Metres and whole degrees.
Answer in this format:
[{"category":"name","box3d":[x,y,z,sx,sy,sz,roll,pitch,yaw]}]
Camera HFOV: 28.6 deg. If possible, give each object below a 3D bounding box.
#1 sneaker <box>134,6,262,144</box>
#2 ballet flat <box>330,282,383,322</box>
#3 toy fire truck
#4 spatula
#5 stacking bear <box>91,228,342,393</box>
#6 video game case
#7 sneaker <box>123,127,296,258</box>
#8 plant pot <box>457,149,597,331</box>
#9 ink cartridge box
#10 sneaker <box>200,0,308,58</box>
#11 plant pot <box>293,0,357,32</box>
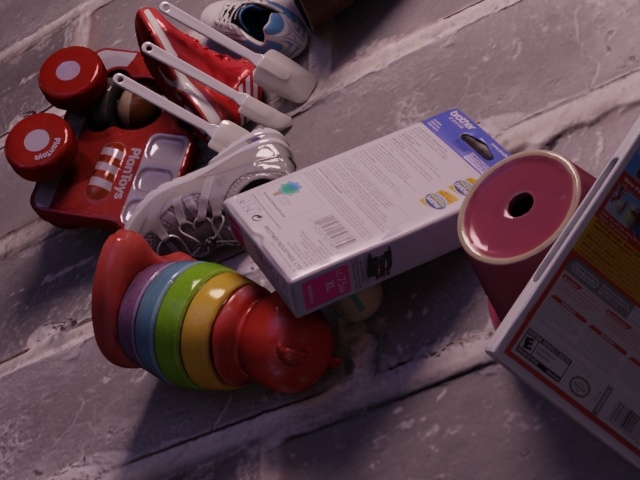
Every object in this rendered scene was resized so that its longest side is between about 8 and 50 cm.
[{"category":"sneaker","box3d":[-0.163,-0.250,1.777,0.128,0.221,0.087,-28,-6,-24]},{"category":"ballet flat","box3d":[0.000,0.000,1.497,0.086,0.086,0.248,-43,41,5]},{"category":"toy fire truck","box3d":[-0.289,-0.141,1.819,0.254,0.169,0.302,10,62,15]},{"category":"spatula","box3d":[-0.144,-0.216,1.712,0.168,0.242,0.019,-60,-1,-9]},{"category":"stacking bear","box3d":[-0.112,0.100,1.466,0.289,0.175,0.164,10,80,35]},{"category":"video game case","box3d":[0.300,0.040,1.128,0.285,0.204,0.025,-55,16,-8]},{"category":"sneaker","box3d":[-0.148,-0.031,1.628,0.281,0.105,0.115,-40,41,8]},{"category":"plant pot","box3d":[0.231,0.013,1.218,0.201,0.180,0.201,-23,47,27]},{"category":"ink cartridge box","box3d":[0.069,-0.038,1.421,0.311,0.065,0.186,-25,40,-14]},{"category":"sneaker","box3d":[-0.108,-0.324,1.840,0.237,0.086,0.085,24,78,49]},{"category":"plant pot","box3d":[0.043,-0.436,1.733,0.230,0.215,0.215,-27,43,1]}]
